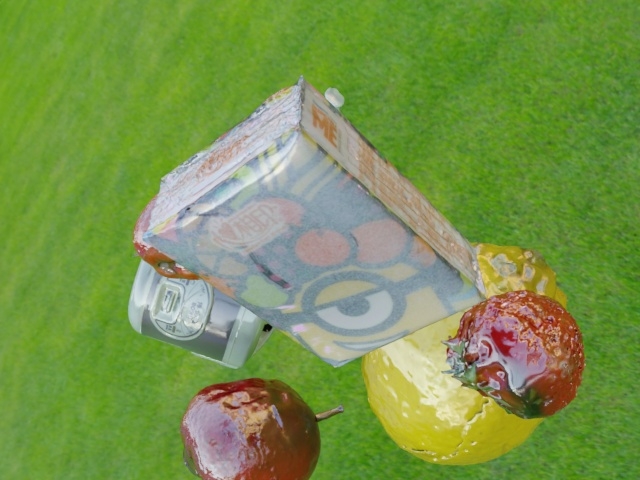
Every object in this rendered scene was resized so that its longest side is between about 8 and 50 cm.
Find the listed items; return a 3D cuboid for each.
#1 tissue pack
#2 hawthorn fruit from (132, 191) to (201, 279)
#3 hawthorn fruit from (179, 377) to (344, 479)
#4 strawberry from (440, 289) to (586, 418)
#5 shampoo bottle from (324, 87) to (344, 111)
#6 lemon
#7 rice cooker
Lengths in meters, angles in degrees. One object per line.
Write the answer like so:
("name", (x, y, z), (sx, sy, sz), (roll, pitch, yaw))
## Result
("tissue pack", (0.000, 0.000, 0.370), (0.108, 0.148, 0.060), (-31, 38, 28))
("hawthorn fruit", (-0.126, -0.003, 0.633), (0.093, 0.093, 0.093), (-22, 57, 39))
("hawthorn fruit", (-0.086, 0.320, 1.138), (0.230, 0.266, 0.210), (165, 94, -70))
("strawberry", (0.148, 0.078, 0.516), (0.106, 0.106, 0.106), (-22, 57, 39))
("shampoo bottle", (-0.005, -0.143, 1.124), (0.065, 0.065, 0.204), (-114, 33, -41))
("lemon", (0.148, 0.114, 0.722), (0.260, 0.204, 0.204), (-61, 39, 26))
("rice cooker", (-0.200, 0.087, 1.340), (0.288, 0.277, 0.288), (-159, 90, -86))
